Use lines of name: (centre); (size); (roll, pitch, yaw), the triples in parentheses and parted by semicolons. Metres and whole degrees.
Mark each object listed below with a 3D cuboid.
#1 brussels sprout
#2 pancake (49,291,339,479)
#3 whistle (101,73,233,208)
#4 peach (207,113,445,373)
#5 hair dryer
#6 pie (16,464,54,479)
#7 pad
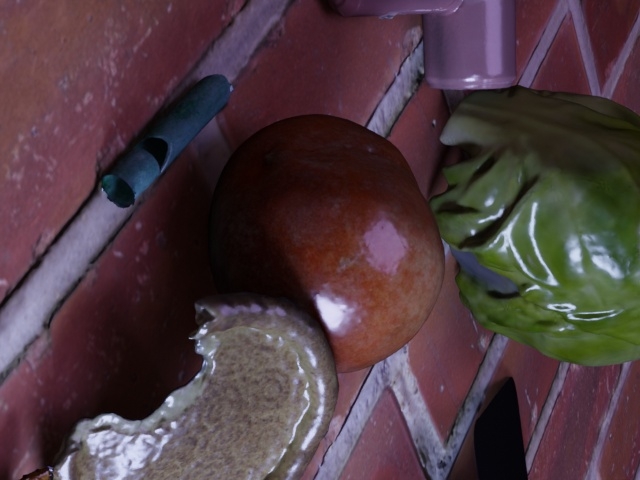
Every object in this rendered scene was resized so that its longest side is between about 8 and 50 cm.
brussels sprout: (0.371, -0.015, 1.726); (0.425, 0.361, 0.343); (50, 55, -49)
pancake: (-0.109, 0.174, 1.118); (0.288, 0.033, 0.286); (-11, 125, -29)
whistle: (-0.142, -0.099, 1.189); (0.186, 0.039, 0.039); (-53, 135, -43)
peach: (0.000, 0.000, 1.242); (0.252, 0.252, 0.253); (-6, 97, -58)
hair dryer: (0.120, -0.288, 1.561); (0.352, 0.125, 0.211); (-13, 105, -48)
pie: (-0.268, 0.274, 1.009); (0.088, 0.033, 0.191); (12, 87, -51)
pad: (0.248, 0.382, 1.829); (0.375, 0.063, 0.315); (-13, 95, -71)
